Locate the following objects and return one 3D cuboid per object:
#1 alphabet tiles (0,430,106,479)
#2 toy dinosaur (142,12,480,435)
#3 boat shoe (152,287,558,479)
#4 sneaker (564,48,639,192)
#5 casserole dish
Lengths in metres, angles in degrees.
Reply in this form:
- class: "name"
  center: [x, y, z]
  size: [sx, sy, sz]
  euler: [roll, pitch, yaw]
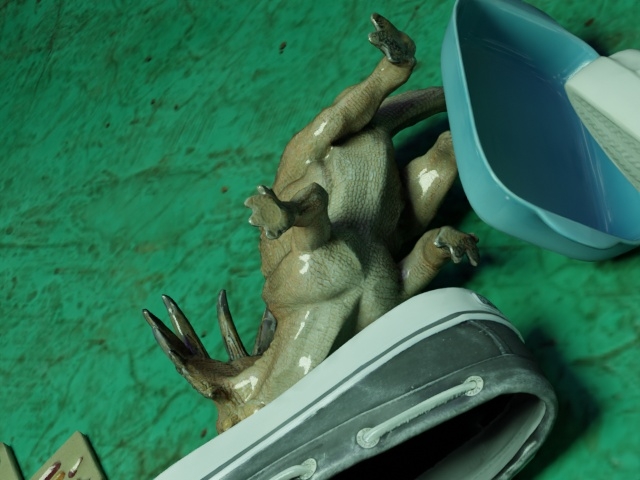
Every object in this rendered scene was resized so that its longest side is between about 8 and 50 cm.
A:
- class: "alphabet tiles"
  center: [-0.244, 0.289, 0.938]
  size: [0.342, 0.011, 0.285]
  euler: [-46, 37, 4]
- class: "toy dinosaur"
  center: [0.000, 0.000, 0.858]
  size: [0.200, 0.127, 0.296]
  euler: [-44, 15, 51]
- class: "boat shoe"
  center: [-0.009, 0.152, 0.742]
  size: [0.301, 0.108, 0.102]
  euler: [-38, 33, 4]
- class: "sneaker"
  center: [0.253, -0.039, 0.630]
  size: [0.169, 0.108, 0.292]
  euler: [-47, 52, -1]
- class: "casserole dish"
  center: [0.115, -0.058, 0.797]
  size: [0.037, 0.114, 0.188]
  euler: [-51, 30, 39]
